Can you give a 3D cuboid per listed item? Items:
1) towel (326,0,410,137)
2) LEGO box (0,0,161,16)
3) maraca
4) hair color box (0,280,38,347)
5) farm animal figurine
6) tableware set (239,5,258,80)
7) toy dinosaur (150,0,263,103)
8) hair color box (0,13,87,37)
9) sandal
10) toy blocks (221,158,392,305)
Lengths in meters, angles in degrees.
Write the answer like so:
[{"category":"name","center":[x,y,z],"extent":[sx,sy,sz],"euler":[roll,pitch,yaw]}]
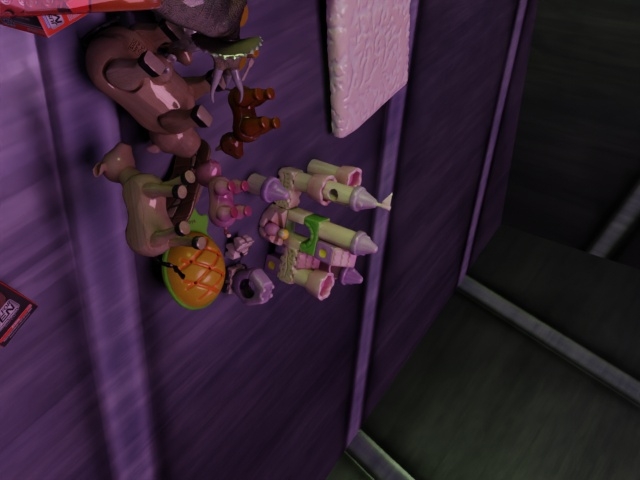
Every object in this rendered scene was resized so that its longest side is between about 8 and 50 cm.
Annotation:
[{"category":"towel","center":[0.113,-0.449,1.343],"extent":[0.317,0.053,0.332],"euler":[-46,146,-36]},{"category":"LEGO box","center":[-0.303,-0.388,0.295],"extent":[0.372,0.193,0.500],"euler":[-21,129,-37]},{"category":"maraca","center":[-0.230,0.031,1.041],"extent":[0.127,0.099,0.185],"euler":[-19,101,-51]},{"category":"hair color box","center":[-0.442,0.076,0.749],"extent":[0.072,0.043,0.141],"euler":[-57,150,-18]},{"category":"farm animal figurine","center":[-0.223,-0.164,0.836],"extent":[0.327,0.172,0.330],"euler":[62,39,-33]},{"category":"tableware set","center":[-0.150,-0.353,0.983],"extent":[0.104,0.024,0.154],"euler":[-65,151,-13]},{"category":"toy dinosaur","center":[-0.156,-0.305,0.677],"extent":[0.313,0.121,0.160],"euler":[29,56,-58]},{"category":"hair color box","center":[-0.292,-0.307,0.688],"extent":[0.167,0.093,0.053],"euler":[-48,146,-32]},{"category":"sandal","center":[-0.233,-0.087,0.991],"extent":[0.049,0.072,0.180],"euler":[78,34,-79]},{"category":"toy blocks","center":[0.000,0.000,1.240],"extent":[0.309,0.260,0.288],"euler":[-20,127,-55]}]
